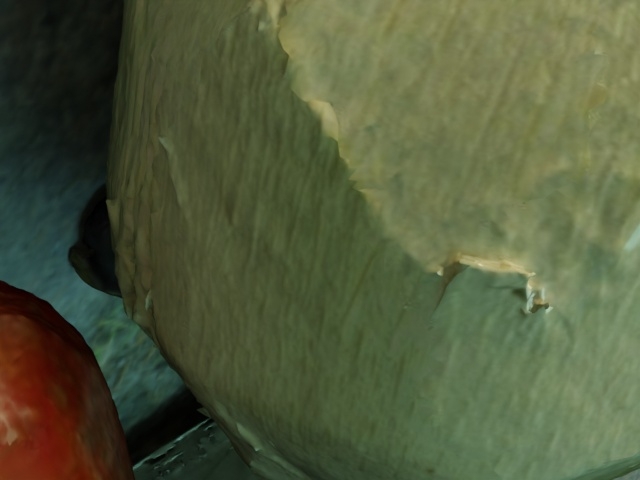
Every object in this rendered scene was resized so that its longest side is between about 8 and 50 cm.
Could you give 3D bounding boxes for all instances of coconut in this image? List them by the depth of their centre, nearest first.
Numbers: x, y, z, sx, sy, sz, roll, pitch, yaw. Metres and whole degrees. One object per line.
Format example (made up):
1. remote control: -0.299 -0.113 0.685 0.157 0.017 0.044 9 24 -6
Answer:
1. coconut: 0.088 -0.072 0.761 0.346 0.346 0.360 -22 135 -40

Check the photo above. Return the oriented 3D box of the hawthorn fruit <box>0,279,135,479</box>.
1. hawthorn fruit: -0.171 0.091 0.742 0.205 0.205 0.253 -32 136 -30

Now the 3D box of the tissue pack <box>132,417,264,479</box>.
1. tissue pack: -0.031 0.277 1.118 0.210 0.198 0.370 -33 148 -20

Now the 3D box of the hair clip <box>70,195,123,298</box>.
1. hair clip: 0.004 0.004 0.999 0.300 0.069 0.173 -9 131 -50
